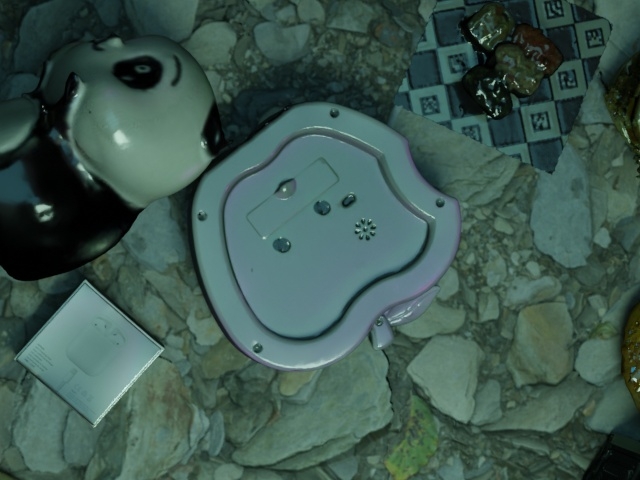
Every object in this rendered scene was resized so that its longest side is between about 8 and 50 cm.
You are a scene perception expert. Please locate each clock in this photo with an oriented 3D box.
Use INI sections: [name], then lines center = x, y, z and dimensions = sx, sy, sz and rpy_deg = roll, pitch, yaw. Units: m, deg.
[clock]
center = 0.000, 0.000, 1.604
dimensions = 0.339, 0.102, 0.338
rpy_deg = 0, 90, -7

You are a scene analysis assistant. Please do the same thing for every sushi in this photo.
[sushi]
center = 0.243, -0.230, 1.664
dimensions = 0.231, 0.047, 0.219
rpy_deg = 23, 87, -6

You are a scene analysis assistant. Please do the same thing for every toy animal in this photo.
[toy animal]
center = -0.265, -0.111, 1.515
dimensions = 0.310, 0.251, 0.250
rpy_deg = -28, 93, -6

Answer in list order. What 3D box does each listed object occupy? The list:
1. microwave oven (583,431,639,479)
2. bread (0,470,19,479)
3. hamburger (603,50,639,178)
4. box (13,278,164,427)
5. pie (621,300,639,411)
[microwave oven]
center = 0.404, 0.334, 1.595
dimensions = 0.122, 0.208, 0.162
rpy_deg = 30, 86, -6
[bread]
center = -0.426, 0.301, 1.571
dimensions = 0.214, 0.053, 0.073
rpy_deg = 28, 90, -6
[hamburger]
center = 0.440, -0.163, 1.653
dimensions = 0.159, 0.131, 0.184
rpy_deg = 22, 93, -15
[box]
center = -0.281, 0.137, 1.592
dimensions = 0.130, 0.051, 0.129
rpy_deg = 42, 84, -6
[pie]
center = 0.513, 0.160, 1.673
dimensions = 0.274, 0.069, 0.273
rpy_deg = 1, 83, -4
